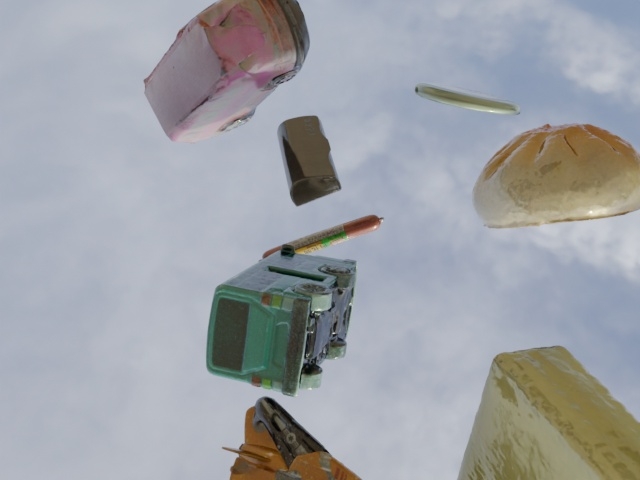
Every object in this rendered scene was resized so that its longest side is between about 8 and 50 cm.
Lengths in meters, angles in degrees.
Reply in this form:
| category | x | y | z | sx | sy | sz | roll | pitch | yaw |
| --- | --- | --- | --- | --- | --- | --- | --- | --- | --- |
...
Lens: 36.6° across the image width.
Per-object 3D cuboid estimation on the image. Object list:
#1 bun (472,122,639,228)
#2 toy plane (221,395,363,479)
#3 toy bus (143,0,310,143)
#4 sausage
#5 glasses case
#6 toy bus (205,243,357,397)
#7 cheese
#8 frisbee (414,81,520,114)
| category | x | y | z | sx | sy | sz | roll | pitch | yaw |
| --- | --- | --- | --- | --- | --- | --- | --- | --- | --- |
| bun | 0.397 | -0.116 | 1.638 | 0.298 | 0.299 | 0.165 | -8 | -88 | -14 |
| toy plane | 0.020 | 0.328 | 1.217 | 0.316 | 0.103 | 0.204 | 13 | -102 | 19 |
| toy bus | -0.137 | -0.239 | 1.360 | 0.147 | 0.302 | 0.128 | -23 | -92 | -28 |
| sausage | 0.000 | 0.000 | 1.584 | 0.223 | 0.029 | 0.029 | -19 | -130 | 13 |
| glasses case | -0.019 | -0.118 | 1.375 | 0.072 | 0.042 | 0.191 | -16 | -146 | 1 |
| toy bus | -0.042 | 0.092 | 1.225 | 0.147 | 0.128 | 0.256 | 11 | -168 | 13 |
| cheese | 0.273 | 0.289 | 1.089 | 0.123 | 0.243 | 0.265 | -4 | -152 | -21 |
| frisbee | 0.149 | -0.144 | 0.979 | 0.110 | 0.014 | 0.110 | 10 | -166 | -2 |
